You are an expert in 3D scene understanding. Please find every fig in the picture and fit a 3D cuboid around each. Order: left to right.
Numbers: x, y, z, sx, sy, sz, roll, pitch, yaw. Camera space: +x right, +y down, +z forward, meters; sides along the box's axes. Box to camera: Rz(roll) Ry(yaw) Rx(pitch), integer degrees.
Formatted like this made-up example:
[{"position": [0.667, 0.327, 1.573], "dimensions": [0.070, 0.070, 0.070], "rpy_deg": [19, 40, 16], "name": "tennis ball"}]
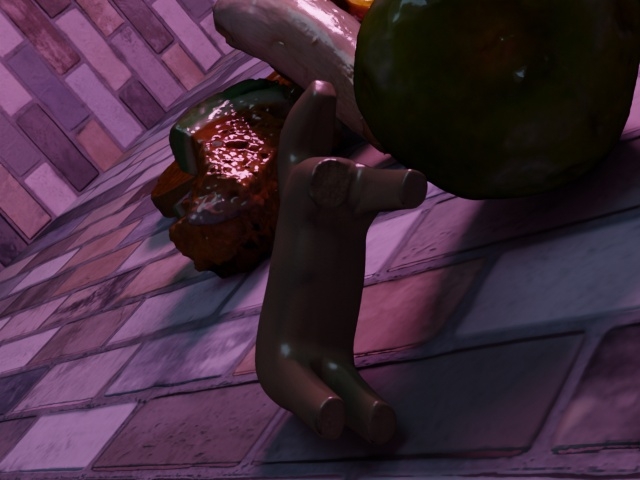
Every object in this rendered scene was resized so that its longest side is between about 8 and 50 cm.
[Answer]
[{"position": [0.138, -0.124, 0.736], "dimensions": [0.206, 0.206, 0.275], "rpy_deg": [-38, -8, 8], "name": "fig"}]

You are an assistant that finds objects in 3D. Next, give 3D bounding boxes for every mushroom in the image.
[{"position": [-0.011, -0.205, 1.076], "dimensions": [0.095, 0.123, 0.351], "rpy_deg": [-29, 46, -22], "name": "mushroom"}]

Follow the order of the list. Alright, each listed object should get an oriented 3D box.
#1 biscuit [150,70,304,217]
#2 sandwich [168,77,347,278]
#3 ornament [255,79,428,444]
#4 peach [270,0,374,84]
[{"position": [-0.102, -0.177, 1.518], "dimensions": [0.359, 0.074, 0.381], "rpy_deg": [-15, 27, 52], "name": "biscuit"}, {"position": [-0.104, -0.079, 1.119], "dimensions": [0.250, 0.162, 0.301], "rpy_deg": [-40, 14, 14], "name": "sandwich"}, {"position": [0.000, 0.000, 0.671], "dimensions": [0.245, 0.061, 0.230], "rpy_deg": [-168, 86, -72], "name": "ornament"}, {"position": [0.032, -0.292, 1.293], "dimensions": [0.362, 0.257, 0.201], "rpy_deg": [-87, 16, -55], "name": "peach"}]
